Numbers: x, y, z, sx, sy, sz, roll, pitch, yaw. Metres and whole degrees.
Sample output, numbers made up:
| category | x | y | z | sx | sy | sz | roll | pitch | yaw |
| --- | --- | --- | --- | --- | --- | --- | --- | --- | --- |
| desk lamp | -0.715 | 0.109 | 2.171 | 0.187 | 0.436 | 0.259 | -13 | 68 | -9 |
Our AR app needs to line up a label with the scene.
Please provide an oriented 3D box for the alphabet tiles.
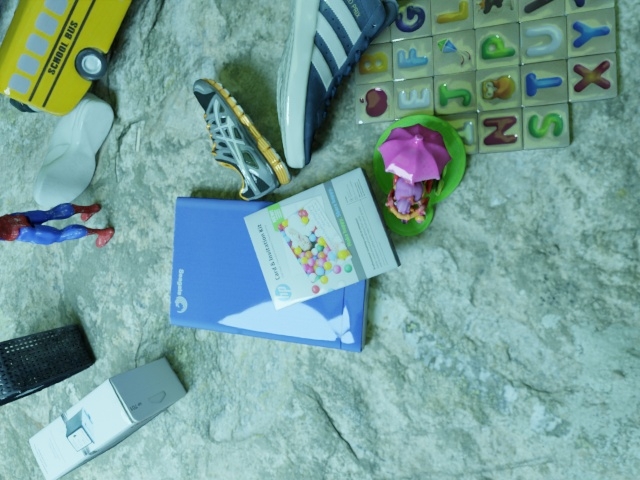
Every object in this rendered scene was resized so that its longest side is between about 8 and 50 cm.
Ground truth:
| category | x | y | z | sx | sy | sz | roll | pitch | yaw |
| --- | --- | --- | --- | --- | --- | --- | --- | --- | --- |
| alphabet tiles | 0.213 | -0.262 | 0.635 | 0.342 | 0.011 | 0.286 | -2 | 91 | 17 |

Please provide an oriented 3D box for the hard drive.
| category | x | y | z | sx | sy | sz | roll | pitch | yaw |
| --- | --- | --- | --- | --- | --- | --- | --- | --- | --- |
| hard drive | -0.083 | 0.045 | 0.714 | 0.318 | 0.040 | 0.211 | 4 | 93 | 16 |

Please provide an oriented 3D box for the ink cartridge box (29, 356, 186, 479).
| category | x | y | z | sx | sy | sz | roll | pitch | yaw |
| --- | --- | --- | --- | --- | --- | --- | --- | --- | --- |
| ink cartridge box | -0.338 | 0.285 | 0.744 | 0.190 | 0.139 | 0.082 | -38 | 79 | 13 |

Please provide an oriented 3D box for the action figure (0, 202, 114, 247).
| category | x | y | z | sx | sy | sz | roll | pitch | yaw |
| --- | --- | --- | --- | --- | --- | --- | --- | --- | --- |
| action figure | -0.474 | 0.001 | 0.706 | 0.139 | 0.280 | 0.092 | -38 | 80 | 14 |

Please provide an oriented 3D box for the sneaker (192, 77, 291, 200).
| category | x | y | z | sx | sy | sz | roll | pitch | yaw |
| --- | --- | --- | --- | --- | --- | --- | --- | --- | --- |
| sneaker | -0.135 | -0.156 | 0.698 | 0.083 | 0.084 | 0.215 | -37 | 81 | 2 |

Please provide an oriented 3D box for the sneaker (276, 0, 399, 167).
| category | x | y | z | sx | sy | sz | roll | pitch | yaw |
| --- | --- | --- | --- | --- | --- | --- | --- | --- | --- |
| sneaker | 0.025 | -0.268 | 0.632 | 0.148 | 0.131 | 0.350 | 3 | 113 | -14 |

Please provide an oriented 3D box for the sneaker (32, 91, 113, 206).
| category | x | y | z | sx | sy | sz | roll | pitch | yaw |
| --- | --- | --- | --- | --- | --- | --- | --- | --- | --- |
| sneaker | -0.446 | -0.162 | 0.811 | 0.094 | 0.080 | 0.212 | 32 | 93 | 26 |

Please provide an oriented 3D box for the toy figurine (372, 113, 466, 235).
| category | x | y | z | sx | sy | sz | roll | pitch | yaw |
| --- | --- | --- | --- | --- | --- | --- | --- | --- | --- |
| toy figurine | 0.113 | -0.081 | 0.583 | 0.130 | 0.159 | 0.173 | 14 | 101 | 14 |

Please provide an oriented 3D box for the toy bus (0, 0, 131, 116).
| category | x | y | z | sx | sy | sz | roll | pitch | yaw |
| --- | --- | --- | --- | --- | --- | --- | --- | --- | --- |
| toy bus | -0.391 | -0.372 | 0.735 | 0.108 | 0.130 | 0.333 | 40 | 103 | 42 |

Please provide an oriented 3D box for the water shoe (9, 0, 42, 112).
| category | x | y | z | sx | sy | sz | roll | pitch | yaw |
| --- | --- | --- | --- | --- | --- | --- | --- | --- | --- |
| water shoe | -0.532 | -0.334 | 0.826 | 0.080 | 0.073 | 0.203 | -1 | 90 | 19 |

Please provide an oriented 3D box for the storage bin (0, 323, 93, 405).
| category | x | y | z | sx | sy | sz | roll | pitch | yaw |
| --- | --- | --- | --- | --- | --- | --- | --- | --- | --- |
| storage bin | -0.497 | 0.214 | 0.769 | 0.122 | 0.180 | 0.084 | -27 | 84 | 16 |

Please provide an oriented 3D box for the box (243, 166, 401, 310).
| category | x | y | z | sx | sy | sz | roll | pitch | yaw |
| --- | --- | --- | --- | --- | --- | --- | --- | --- | --- |
| box | 0.000 | 0.000 | 0.647 | 0.186 | 0.038 | 0.145 | -21 | 85 | 17 |
